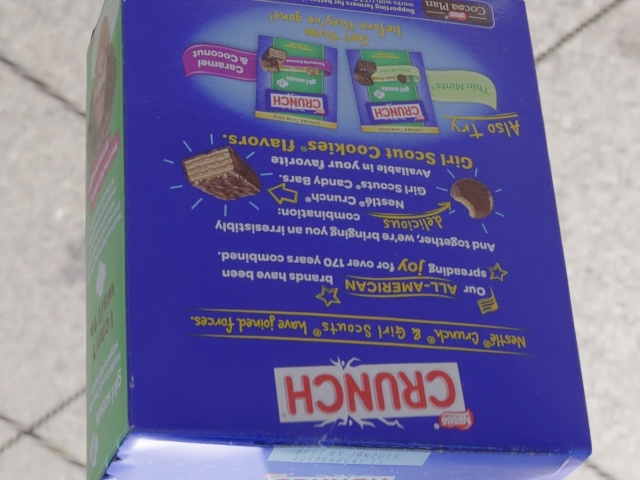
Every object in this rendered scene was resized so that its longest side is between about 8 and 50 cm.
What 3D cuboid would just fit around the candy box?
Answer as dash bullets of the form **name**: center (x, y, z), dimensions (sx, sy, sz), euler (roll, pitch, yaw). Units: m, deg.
- **candy box**: center (0.000, 0.000, 1.127), dimensions (0.268, 0.317, 0.122), euler (5, 149, -15)
